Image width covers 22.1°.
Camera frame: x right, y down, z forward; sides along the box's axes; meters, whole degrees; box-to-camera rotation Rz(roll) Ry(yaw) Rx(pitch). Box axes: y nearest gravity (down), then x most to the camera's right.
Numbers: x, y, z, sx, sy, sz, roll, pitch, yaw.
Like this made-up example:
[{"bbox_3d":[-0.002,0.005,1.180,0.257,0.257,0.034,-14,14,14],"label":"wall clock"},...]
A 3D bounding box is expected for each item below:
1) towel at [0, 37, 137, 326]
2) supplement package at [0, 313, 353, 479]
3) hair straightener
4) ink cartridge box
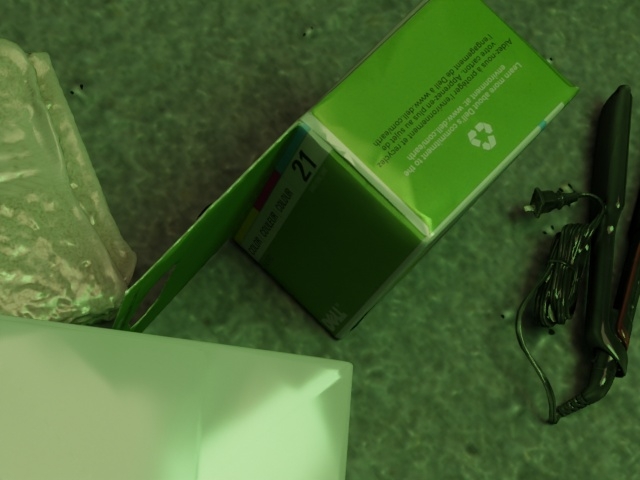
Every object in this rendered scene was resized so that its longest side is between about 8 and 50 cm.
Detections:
[{"bbox_3d":[-0.256,-0.005,0.907,0.282,0.049,0.187,-19,74,-22],"label":"towel"},{"bbox_3d":[-0.103,0.190,0.821,0.204,0.145,0.261,9,68,-10],"label":"supplement package"},{"bbox_3d":[0.163,0.003,1.024,0.089,0.047,0.230,21,70,-6],"label":"hair straightener"},{"bbox_3d":[0.000,0.000,0.900,0.097,0.189,0.255,43,67,3],"label":"ink cartridge box"}]
